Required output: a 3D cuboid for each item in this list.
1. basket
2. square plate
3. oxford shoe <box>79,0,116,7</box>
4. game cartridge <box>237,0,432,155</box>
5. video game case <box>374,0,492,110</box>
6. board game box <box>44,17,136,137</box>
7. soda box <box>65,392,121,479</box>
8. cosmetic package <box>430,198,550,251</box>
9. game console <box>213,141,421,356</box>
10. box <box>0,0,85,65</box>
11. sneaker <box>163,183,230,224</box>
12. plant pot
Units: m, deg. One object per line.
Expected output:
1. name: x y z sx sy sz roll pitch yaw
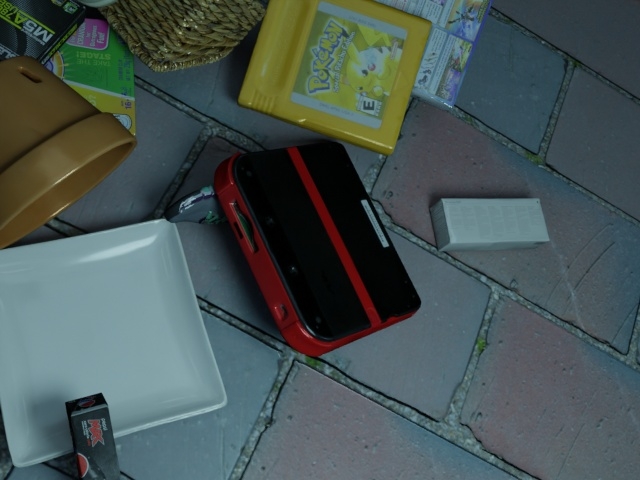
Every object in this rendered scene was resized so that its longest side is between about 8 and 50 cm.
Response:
1. basket: -0.282 -0.467 1.504 0.223 0.213 0.299 -46 74 12
2. square plate: -0.364 0.155 1.296 0.344 0.049 0.347 -13 74 -24
3. oxford shoe: -0.282 -0.577 1.332 0.449 0.130 0.169 -38 74 11
4. game cartridge: 0.030 -0.350 1.548 0.323 0.052 0.285 17 87 -9
5. video game case: 0.204 -0.440 1.632 0.244 0.061 0.270 22 86 -8
6. board game box: -0.498 -0.289 1.412 0.316 0.064 0.242 0 70 -20
7. soda box: -0.340 0.321 1.189 0.060 0.053 0.169 -13 108 -24
8. cosmetic package: 0.350 -0.033 1.628 0.239 0.060 0.099 -1 72 -21
9. game console: 0.000 0.000 1.443 0.342 0.060 0.387 -14 75 -49
10. box: -0.542 -0.390 1.373 0.190 0.045 0.184 33 60 -5
11. sneaker: -0.172 -0.054 1.419 0.223 0.083 0.098 -25 88 -39
12. plant pot: -0.463 -0.147 1.226 0.291 0.291 0.203 -40 96 -28
